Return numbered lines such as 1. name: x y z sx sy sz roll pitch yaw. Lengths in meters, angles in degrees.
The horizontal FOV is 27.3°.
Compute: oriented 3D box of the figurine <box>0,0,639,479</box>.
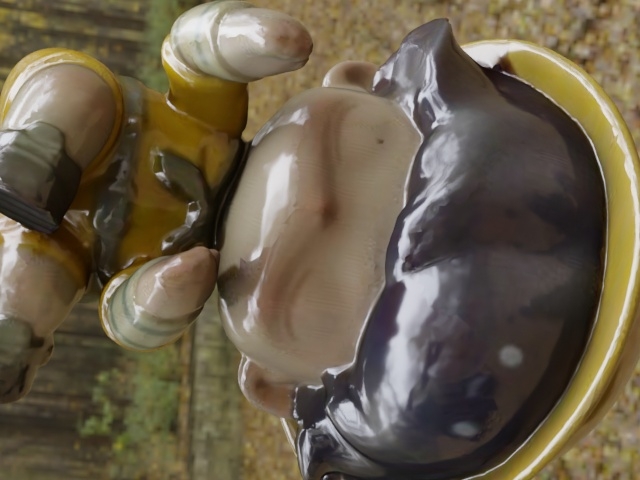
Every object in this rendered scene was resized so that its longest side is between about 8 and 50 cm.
1. figurine: 0.000 -0.001 0.501 0.167 0.257 0.192 -120 48 -79
